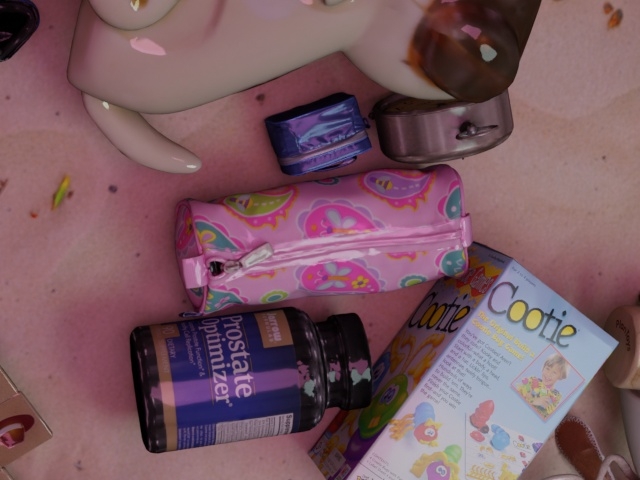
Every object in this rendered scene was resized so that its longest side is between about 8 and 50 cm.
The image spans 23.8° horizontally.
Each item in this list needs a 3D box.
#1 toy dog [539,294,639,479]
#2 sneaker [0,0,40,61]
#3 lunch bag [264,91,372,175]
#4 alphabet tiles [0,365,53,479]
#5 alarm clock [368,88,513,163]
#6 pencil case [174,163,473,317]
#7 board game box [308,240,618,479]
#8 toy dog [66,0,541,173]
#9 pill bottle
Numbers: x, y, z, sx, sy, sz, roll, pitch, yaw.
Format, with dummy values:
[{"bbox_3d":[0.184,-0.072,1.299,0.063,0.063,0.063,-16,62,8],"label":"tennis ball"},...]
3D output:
[{"bbox_3d":[0.332,0.185,1.564,0.220,0.161,0.334,26,107,-18],"label":"toy dog"},{"bbox_3d":[-0.324,-0.180,1.364,0.152,0.084,0.058,-20,102,-9],"label":"sneaker"},{"bbox_3d":[0.002,-0.099,1.462,0.098,0.067,0.065,-19,104,-10],"label":"lunch bag"},{"bbox_3d":[-0.429,0.168,1.395,0.285,0.011,0.342,-32,112,1],"label":"alphabet tiles"},{"bbox_3d":[0.122,-0.108,1.425,0.129,0.192,0.064,-14,102,-10],"label":"alarm clock"},{"bbox_3d":[0.000,0.000,1.450,0.284,0.124,0.124,-7,100,-13],"label":"pencil case"},{"bbox_3d":[0.136,0.156,1.493,0.144,0.142,0.275,38,89,-14],"label":"board game box"},{"bbox_3d":[-0.013,-0.228,1.297,0.408,0.284,0.395,4,106,0],"label":"toy dog"},{"bbox_3d":[-0.066,0.129,1.451,0.219,0.123,0.123,-8,100,-11],"label":"pill bottle"}]
